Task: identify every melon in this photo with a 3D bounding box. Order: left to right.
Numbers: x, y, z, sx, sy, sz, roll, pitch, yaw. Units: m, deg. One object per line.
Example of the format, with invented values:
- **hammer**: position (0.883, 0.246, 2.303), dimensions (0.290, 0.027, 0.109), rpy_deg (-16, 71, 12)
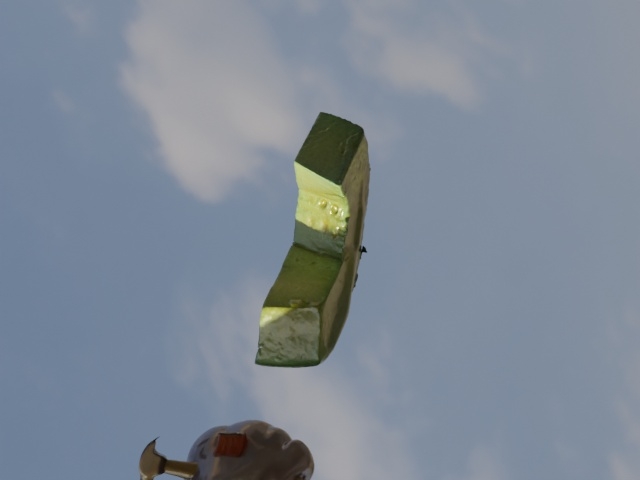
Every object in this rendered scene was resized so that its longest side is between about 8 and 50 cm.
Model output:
- **melon**: position (0.000, 0.000, 1.451), dimensions (0.118, 0.064, 0.209), rpy_deg (-34, -45, -64)

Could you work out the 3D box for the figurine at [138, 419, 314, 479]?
- **figurine**: position (-0.044, 0.233, 1.461), dimensions (0.229, 0.137, 0.112), rpy_deg (43, -157, 5)
